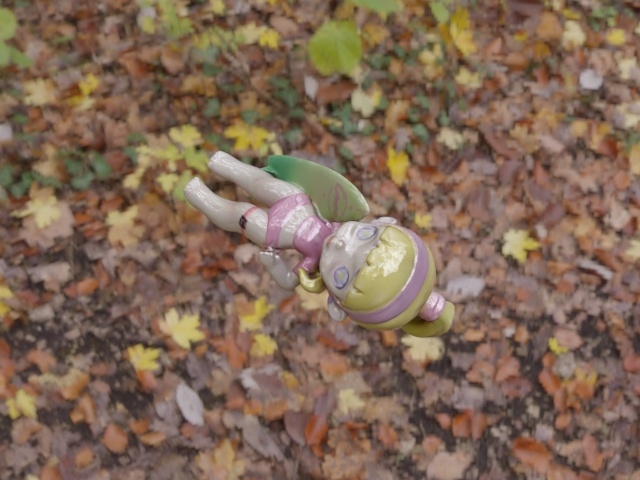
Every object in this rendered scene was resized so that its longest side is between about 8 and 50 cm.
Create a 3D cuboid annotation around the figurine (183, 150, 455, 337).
[{"bbox_3d":[0.000,0.000,0.672,0.187,0.083,0.083,27,58,26],"label":"figurine"}]
